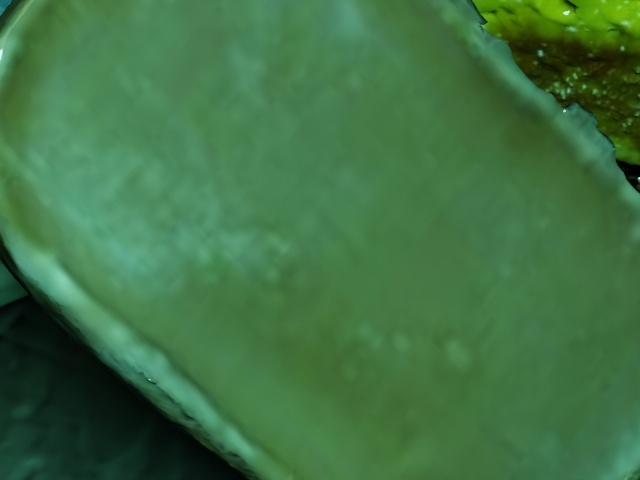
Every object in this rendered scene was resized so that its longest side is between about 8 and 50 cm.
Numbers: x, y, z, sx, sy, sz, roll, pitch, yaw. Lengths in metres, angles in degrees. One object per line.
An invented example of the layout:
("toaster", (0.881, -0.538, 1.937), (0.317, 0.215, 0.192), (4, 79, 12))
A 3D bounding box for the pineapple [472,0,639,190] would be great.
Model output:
("pineapple", (0.130, -0.113, 0.605), (0.334, 0.161, 0.158), (24, 55, 1))

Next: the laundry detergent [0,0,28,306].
("laundry detergent", (-0.160, -0.110, 0.674), (0.215, 0.105, 0.280), (-22, 61, -19))

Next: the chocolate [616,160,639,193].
("chocolate", (0.121, -0.010, 0.659), (0.182, 0.028, 0.086), (1, 59, 3))

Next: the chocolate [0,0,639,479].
("chocolate", (0.000, 0.001, 0.576), (0.261, 0.083, 0.161), (47, 69, -21))
